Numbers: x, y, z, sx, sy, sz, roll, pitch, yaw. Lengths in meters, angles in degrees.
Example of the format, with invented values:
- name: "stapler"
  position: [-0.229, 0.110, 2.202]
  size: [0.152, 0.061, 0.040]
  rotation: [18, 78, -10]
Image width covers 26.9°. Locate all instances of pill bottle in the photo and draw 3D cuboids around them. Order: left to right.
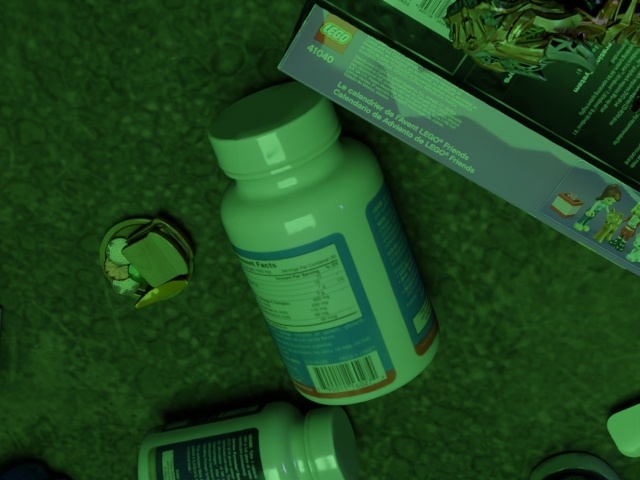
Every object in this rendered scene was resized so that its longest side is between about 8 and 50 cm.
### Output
- name: "pill bottle"
  position: [-0.058, 0.187, 1.116]
  size: [0.169, 0.094, 0.094]
  rotation: [-13, 117, 16]
- name: "pill bottle"
  position: [0.000, 0.000, 0.984]
  size: [0.124, 0.124, 0.222]
  rotation: [-13, 116, 16]

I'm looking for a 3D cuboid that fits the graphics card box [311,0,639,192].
- name: "graphics card box"
  position: [0.142, -0.155, 0.810]
  size: [0.371, 0.233, 0.094]
  rotation: [28, 123, -7]

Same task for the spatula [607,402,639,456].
- name: "spatula"
  position: [0.372, 0.159, 1.077]
  size: [0.242, 0.019, 0.168]
  rotation: [-24, 112, 21]

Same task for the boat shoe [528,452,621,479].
- name: "boat shoe"
  position: [0.264, 0.320, 1.143]
  size: [0.114, 0.091, 0.302]
  rotation: [-31, 111, 23]

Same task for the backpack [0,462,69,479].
- name: "backpack"
  position: [-0.279, 0.264, 1.197]
  size: [0.120, 0.098, 0.101]
  rotation: [-36, 80, 25]

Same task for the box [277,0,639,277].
- name: "box"
  position: [0.125, -0.097, 0.864]
  size: [0.293, 0.201, 0.057]
  rotation: [29, 120, -8]

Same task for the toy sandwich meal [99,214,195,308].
- name: "toy sandwich meal"
  position: [-0.139, 0.019, 1.070]
  size: [0.085, 0.029, 0.086]
  rotation: [4, 120, 7]

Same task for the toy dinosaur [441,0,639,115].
- name: "toy dinosaur"
  position: [0.187, -0.185, 0.679]
  size: [0.164, 0.322, 0.218]
  rotation: [-11, 100, 43]
